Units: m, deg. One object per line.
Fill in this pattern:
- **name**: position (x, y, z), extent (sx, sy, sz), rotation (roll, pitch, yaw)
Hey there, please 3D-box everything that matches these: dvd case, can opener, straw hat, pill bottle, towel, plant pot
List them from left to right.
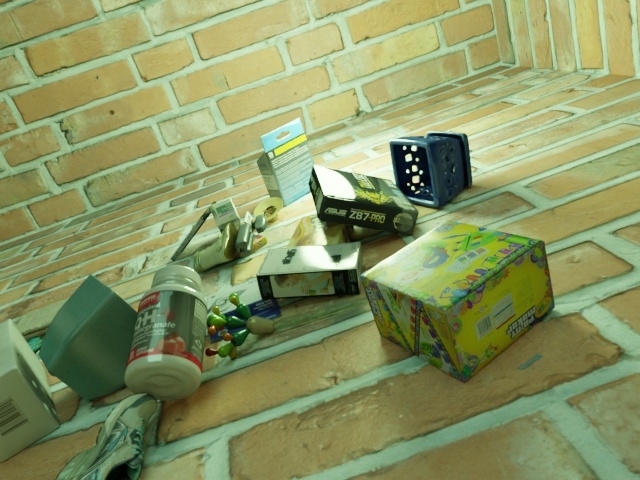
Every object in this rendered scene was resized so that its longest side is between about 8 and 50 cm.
- **towel**: position (-1.030, 0.296, 1.947), extent (0.282, 0.049, 0.187), rotation (-21, 24, -5)
- **plant pot**: position (-0.615, 0.284, 1.417), extent (0.252, 0.247, 0.247), rotation (-48, 33, -21)
- **pill bottle**: position (-0.379, 0.223, 1.300), extent (0.176, 0.176, 0.319), rotation (-16, 45, 9)
- **dvd case**: position (-0.532, -0.042, 2.163), extent (0.253, 0.022, 0.180), rotation (-49, 11, 25)
- **can opener**: position (-0.260, -0.035, 1.954), extent (0.095, 0.076, 0.283), rotation (-17, 26, 6)
- **straw hat**: position (-0.212, -0.114, 2.194), extent (0.144, 0.061, 0.144), rotation (-16, 40, 14)
- **plant pot**: position (0.410, -0.273, 1.852), extent (0.212, 0.236, 0.236), rotation (-22, 21, -24)

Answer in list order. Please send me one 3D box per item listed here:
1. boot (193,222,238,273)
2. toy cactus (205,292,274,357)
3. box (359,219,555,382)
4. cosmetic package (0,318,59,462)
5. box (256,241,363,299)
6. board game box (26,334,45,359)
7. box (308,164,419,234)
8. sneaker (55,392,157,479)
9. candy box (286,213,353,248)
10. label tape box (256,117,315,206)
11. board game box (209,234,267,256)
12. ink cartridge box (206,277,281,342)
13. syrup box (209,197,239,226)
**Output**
- **boot**: position (-0.399, 0.028, 1.957), extent (0.165, 0.077, 0.213), rotation (-26, 33, 18)
- **toy cactus**: position (-0.217, 0.235, 1.383), extent (0.180, 0.112, 0.219), rotation (5, 29, -2)
- **box**: position (0.297, 0.111, 1.132), extent (0.290, 0.177, 0.279), rotation (-30, 25, -22)
- **cosmetic package**: position (-0.854, 0.387, 1.390), extent (0.156, 0.217, 0.385), rotation (-30, 27, -23)
- **box**: position (-0.026, 0.088, 1.500), extent (0.289, 0.087, 0.169), rotation (-4, 26, 10)
- **board game box**: position (-0.990, 0.386, 1.738), extent (0.126, 0.026, 0.186), rotation (-14, 23, 15)
- **box**: position (0.133, -0.148, 1.784), extent (0.318, 0.097, 0.395), rotation (11, 20, -10)
- **sneaker**: position (-0.413, 0.447, 1.079), extent (0.122, 0.110, 0.283), rotation (8, 33, 16)
- **candy box**: position (0.000, 0.000, 1.731), extent (0.182, 0.088, 0.316), rotation (-11, 23, 16)
- **label tape box**: position (-0.157, -0.357, 2.343), extent (0.240, 0.334, 0.106), rotation (-34, 27, -32)
- **board game box**: position (-0.335, 0.013, 2.046), extent (0.124, 0.039, 0.259), rotation (-36, 26, -34)
- **ink cartridge box**: position (-0.236, 0.195, 1.540), extent (0.223, 0.045, 0.224), rotation (-21, 23, -4)
- **syrup box**: position (-0.389, -0.093, 2.118), extent (0.093, 0.096, 0.237), rotation (-24, -7, -9)
